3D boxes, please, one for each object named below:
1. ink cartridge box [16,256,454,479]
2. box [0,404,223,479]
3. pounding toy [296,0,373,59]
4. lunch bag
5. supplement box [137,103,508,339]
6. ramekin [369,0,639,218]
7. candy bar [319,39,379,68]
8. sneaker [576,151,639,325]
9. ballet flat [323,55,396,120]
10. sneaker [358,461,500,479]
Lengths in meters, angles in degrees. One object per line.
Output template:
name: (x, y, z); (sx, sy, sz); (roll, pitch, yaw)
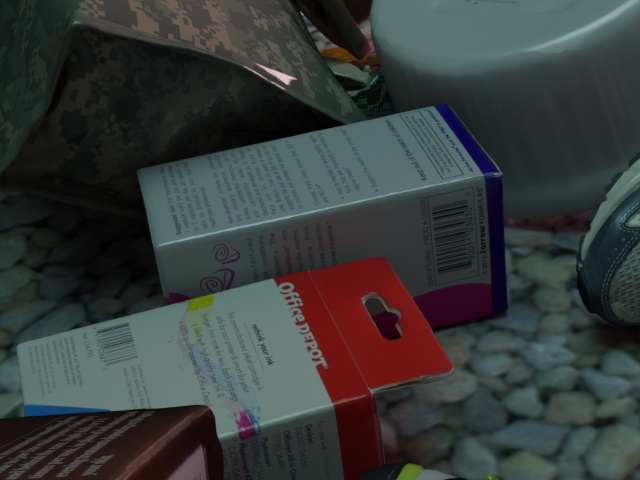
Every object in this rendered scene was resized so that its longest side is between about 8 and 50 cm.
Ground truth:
ink cartridge box: (-0.049, 0.095, 0.746); (0.231, 0.078, 0.134); (-14, 34, -10)
box: (-0.244, 0.161, 0.565); (0.382, 0.143, 0.191); (-3, 1, 6)
pounding toy: (0.037, -0.261, 1.105); (0.155, 0.269, 0.154); (-39, 48, -1)
lunch bag: (-0.107, -0.131, 0.960); (0.287, 0.169, 0.235); (11, 36, -35)
supplement box: (0.000, 0.000, 0.854); (0.220, 0.111, 0.114); (-13, 33, -9)
ramekin: (0.172, -0.158, 0.978); (0.277, 0.135, 0.277); (-17, 39, 14)
candy bar: (0.011, -0.163, 1.192); (0.162, 0.018, 0.040); (-15, 37, -12)
sneaker: (0.294, -0.018, 0.789); (0.283, 0.110, 0.122); (-24, 30, -3)
ballet flat: (-0.021, -0.132, 1.107); (0.188, 0.070, 0.070); (6, 35, 20)
sneaker: (0.050, 0.182, 0.587); (0.097, 0.084, 0.234); (4, 35, 13)
